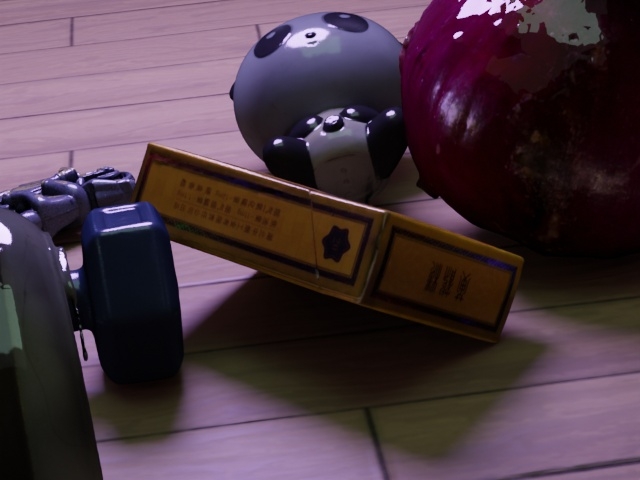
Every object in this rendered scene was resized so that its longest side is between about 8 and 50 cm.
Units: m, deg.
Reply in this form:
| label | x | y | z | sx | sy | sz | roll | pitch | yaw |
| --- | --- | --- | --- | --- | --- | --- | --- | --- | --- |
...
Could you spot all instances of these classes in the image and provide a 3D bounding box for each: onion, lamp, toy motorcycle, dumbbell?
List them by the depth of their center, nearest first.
| label | x | y | z | sx | sy | sz | roll | pitch | yaw |
| --- | --- | --- | --- | --- | --- | --- | --- | --- | --- |
| dumbbell | -0.276 | 0.062 | 1.563 | 0.316 | 0.156 | 0.143 | -9 | 46 | -7 |
| onion | 0.240 | -0.176 | 1.719 | 0.348 | 0.385 | 0.347 | 1 | 38 | -1 |
| toy motorcycle | -0.280 | -0.034 | 1.897 | 0.193 | 0.061 | 0.124 | -13 | 17 | -2 |
| lamp | 0.009 | -0.135 | 1.937 | 0.198 | 0.197 | 0.244 | -7 | 32 | -4 |

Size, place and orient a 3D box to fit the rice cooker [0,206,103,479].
| label | x | y | z | sx | sy | sz | roll | pitch | yaw |
| --- | --- | --- | --- | --- | --- | --- | --- | --- | --- |
| rice cooker | -0.300 | 0.148 | 1.154 | 0.325 | 0.335 | 0.335 | -11 | 23 | -10 |

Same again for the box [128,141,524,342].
| label | x | y | z | sx | sy | sz | roll | pitch | yaw |
| --- | --- | --- | --- | --- | --- | --- | --- | --- | --- |
| box | 0.000 | 0.000 | 1.625 | 0.301 | 0.084 | 0.193 | 18 | 1 | 44 |
